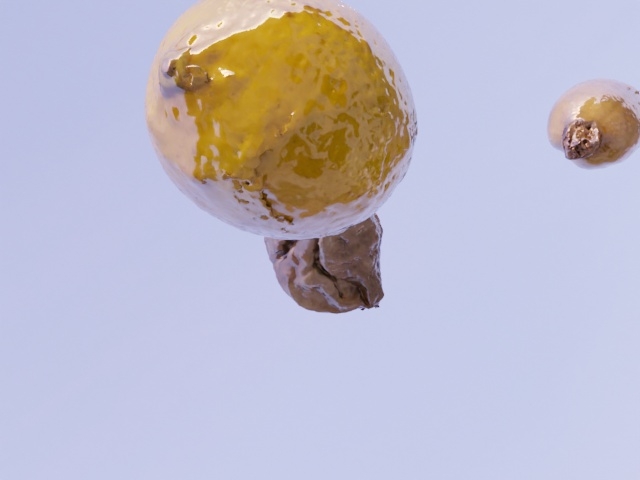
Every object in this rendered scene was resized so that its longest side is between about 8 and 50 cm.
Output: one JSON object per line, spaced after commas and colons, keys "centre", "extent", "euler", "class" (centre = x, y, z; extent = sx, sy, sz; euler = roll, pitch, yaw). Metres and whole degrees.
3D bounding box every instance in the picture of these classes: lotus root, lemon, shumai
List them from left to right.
{"centre": [-0.038, -0.127, 0.867], "extent": [0.310, 0.254, 0.253], "euler": [22, -90, -55], "class": "lemon"}
{"centre": [-0.004, -0.001, 1.316], "extent": [0.185, 0.184, 0.218], "euler": [29, -128, -74], "class": "shumai"}
{"centre": [0.513, -0.217, 1.644], "extent": [0.343, 0.169, 0.151], "euler": [-27, -27, -57], "class": "lotus root"}
